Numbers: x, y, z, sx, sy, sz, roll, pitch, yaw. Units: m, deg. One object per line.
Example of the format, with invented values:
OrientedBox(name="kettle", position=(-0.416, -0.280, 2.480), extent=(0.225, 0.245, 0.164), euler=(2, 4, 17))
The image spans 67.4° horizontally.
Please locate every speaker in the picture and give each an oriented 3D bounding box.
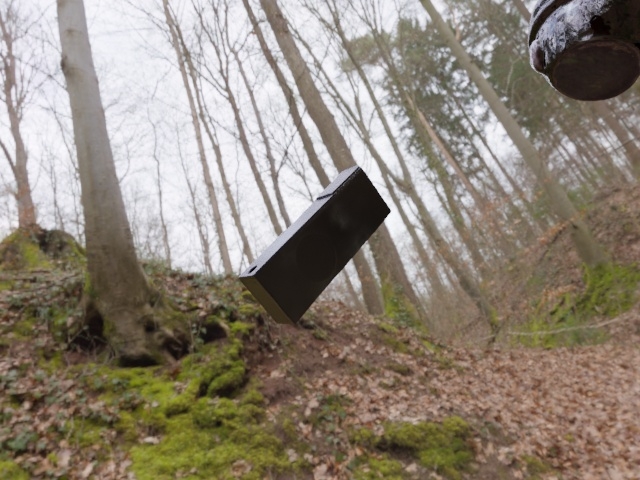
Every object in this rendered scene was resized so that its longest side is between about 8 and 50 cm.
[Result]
OrientedBox(name="speaker", position=(0.000, 0.000, 0.602), extent=(0.218, 0.082, 0.044), euler=(-47, 20, -31))

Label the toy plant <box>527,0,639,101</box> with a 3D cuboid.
OrientedBox(name="toy plant", position=(0.399, -0.324, 0.695), extent=(0.175, 0.235, 0.218), euler=(1, -27, 31))
